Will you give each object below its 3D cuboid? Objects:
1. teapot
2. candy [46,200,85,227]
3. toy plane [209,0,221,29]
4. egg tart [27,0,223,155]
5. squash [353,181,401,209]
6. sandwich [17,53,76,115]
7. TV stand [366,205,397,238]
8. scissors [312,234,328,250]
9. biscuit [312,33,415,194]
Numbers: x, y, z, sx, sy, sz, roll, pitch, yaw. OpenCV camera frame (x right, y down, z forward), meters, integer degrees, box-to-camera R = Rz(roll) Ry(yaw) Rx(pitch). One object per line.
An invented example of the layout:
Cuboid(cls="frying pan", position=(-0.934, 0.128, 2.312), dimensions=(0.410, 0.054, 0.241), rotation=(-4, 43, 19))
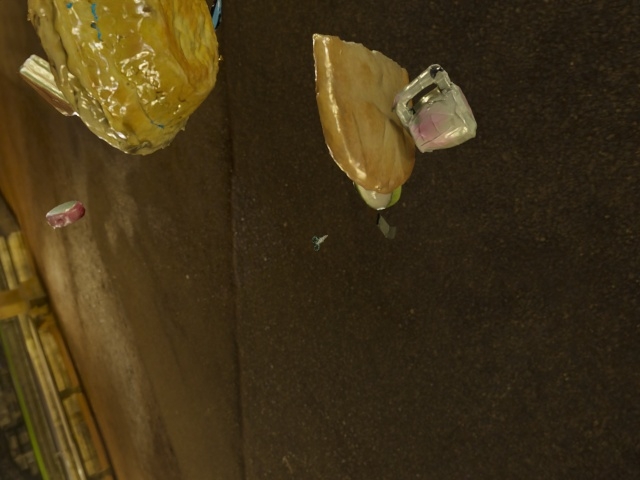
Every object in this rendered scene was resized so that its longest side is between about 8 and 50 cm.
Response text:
Cuboid(cls="teapot", position=(0.306, -0.331, 1.377), dimensions=(0.178, 0.221, 0.163), rotation=(-25, 63, 24))
Cuboid(cls="candy", position=(-0.718, -0.075, 1.442), dimensions=(0.103, 0.103, 0.043), rotation=(19, 135, 49))
Cuboid(cls="toy plane", position=(-0.312, -0.549, 1.367), dimensions=(0.078, 0.169, 0.246), rotation=(23, 140, -5))
Cuboid(cls="egg tart", position=(-0.283, -0.332, 0.839), dimensions=(0.168, 0.388, 0.388), rotation=(-3, 104, 17))
Cuboid(cls="squash", position=(0.176, -0.206, 1.660), dimensions=(0.219, 0.041, 0.219), rotation=(43, 145, 40))
Cuboid(cls="sandwich", position=(-0.710, -0.423, 1.387), dimensions=(0.113, 0.079, 0.163), rotation=(9, 150, 34))
Cuboid(cls="TV stand", position=(0.227, -0.081, 1.910), dimensions=(0.256, 0.040, 0.049), rotation=(-115, 32, -63))
Cuboid(cls="scissors", position=(0.000, 0.000, 2.029), dimensions=(0.014, 0.119, 0.058), rotation=(-11, 101, 31))
Cuboid(cls="biscuit", position=(0.141, -0.352, 1.424), dimensions=(0.104, 0.429, 0.447), rotation=(-12, 73, 38))
